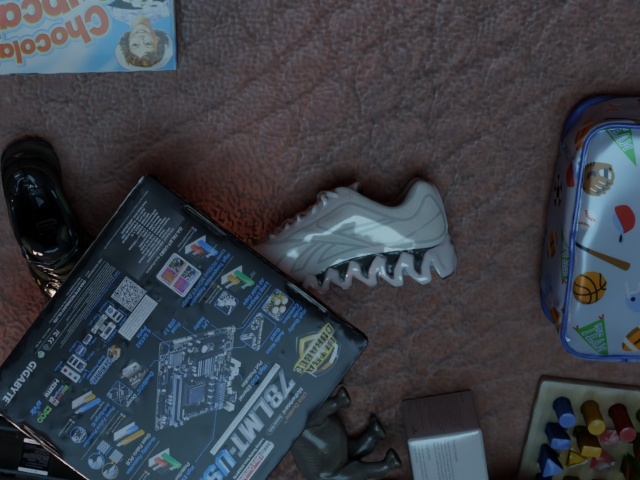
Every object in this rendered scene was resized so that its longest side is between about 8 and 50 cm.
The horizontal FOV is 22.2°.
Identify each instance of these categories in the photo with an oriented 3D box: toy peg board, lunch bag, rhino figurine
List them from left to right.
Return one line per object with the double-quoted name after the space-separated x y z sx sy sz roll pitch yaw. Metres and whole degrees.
-0.015 0.194 1.874 0.106 0.073 0.243 -34 110 8 "rhino figurine"
0.326 0.255 1.917 0.160 0.079 0.161 7 113 -7 "toy peg board"
0.374 -0.005 1.790 0.243 0.115 0.303 1 113 -6 "lunch bag"

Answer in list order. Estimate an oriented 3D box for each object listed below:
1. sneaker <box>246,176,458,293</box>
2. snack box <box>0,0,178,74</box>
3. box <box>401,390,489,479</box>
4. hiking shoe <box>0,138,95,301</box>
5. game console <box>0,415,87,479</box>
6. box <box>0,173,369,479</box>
0.000 0.000 1.783 0.292 0.110 0.118 -9 103 -4 "sneaker"
-0.309 -0.265 1.662 0.322 0.060 0.187 -2 114 -3 "snack box"
0.145 0.244 1.889 0.087 0.102 0.101 -9 113 3 "box"
-0.291 0.010 1.753 0.086 0.114 0.227 -20 113 6 "hiking shoe"
-0.251 0.257 1.904 0.361 0.044 0.213 11 112 -10 "game console"
-0.150 0.132 1.701 0.293 0.073 0.295 36 91 -3 "box"
